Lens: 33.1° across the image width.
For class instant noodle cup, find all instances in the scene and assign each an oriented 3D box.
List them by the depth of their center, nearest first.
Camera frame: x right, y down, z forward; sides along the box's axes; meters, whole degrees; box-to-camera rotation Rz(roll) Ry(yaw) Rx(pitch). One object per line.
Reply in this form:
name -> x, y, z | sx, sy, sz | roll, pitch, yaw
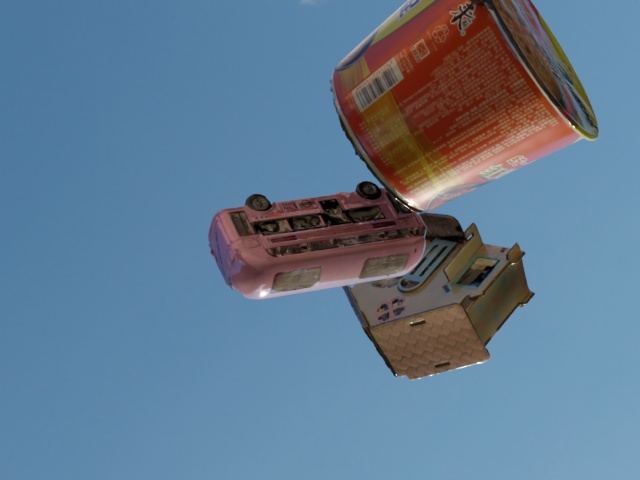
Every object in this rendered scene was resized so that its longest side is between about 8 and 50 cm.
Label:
instant noodle cup -> 0.121, -0.136, 0.968 | 0.213, 0.174, 0.213 | 44, -153, -29

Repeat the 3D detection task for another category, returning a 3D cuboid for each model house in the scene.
model house -> 0.154, 0.094, 1.767 | 0.244, 0.326, 0.169 | -50, -54, -25

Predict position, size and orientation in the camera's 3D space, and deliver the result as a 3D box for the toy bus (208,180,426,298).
toy bus -> 0.000, 0.000, 1.008 | 0.203, 0.063, 0.090 | -9, -130, -25
